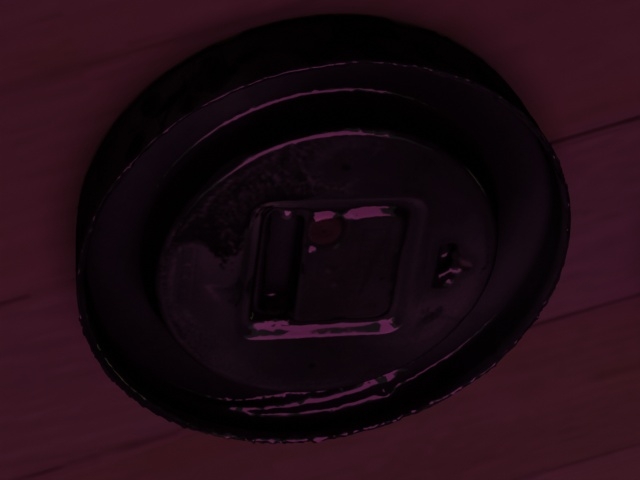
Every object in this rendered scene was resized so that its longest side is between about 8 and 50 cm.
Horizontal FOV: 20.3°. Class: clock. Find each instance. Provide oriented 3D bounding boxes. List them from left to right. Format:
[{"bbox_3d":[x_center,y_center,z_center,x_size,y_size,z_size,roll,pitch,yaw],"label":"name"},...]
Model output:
[{"bbox_3d":[0.000,0.000,0.771,0.215,0.042,0.215,-7,131,-8],"label":"clock"}]
